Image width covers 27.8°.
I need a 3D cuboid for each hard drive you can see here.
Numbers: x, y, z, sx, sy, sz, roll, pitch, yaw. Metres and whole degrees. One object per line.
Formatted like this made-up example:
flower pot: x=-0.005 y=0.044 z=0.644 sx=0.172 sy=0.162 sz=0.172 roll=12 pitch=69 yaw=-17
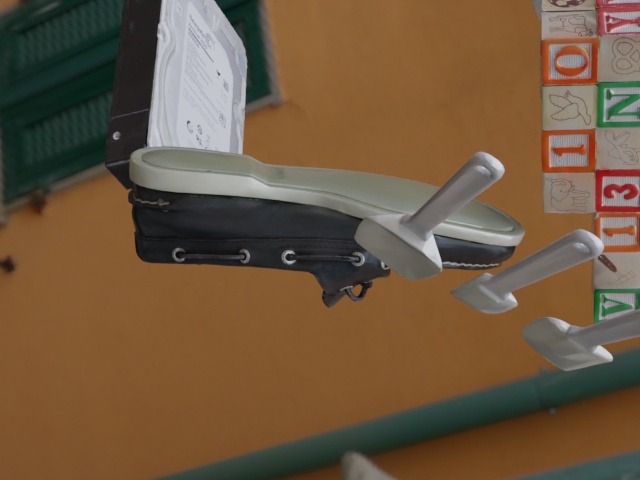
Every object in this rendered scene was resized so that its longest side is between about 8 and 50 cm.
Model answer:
hard drive: x=-0.167 y=-0.171 z=1.590 sx=0.237 sy=0.064 sz=0.338 roll=54 pitch=29 yaw=-51

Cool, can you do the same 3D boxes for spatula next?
spatula: x=0.106 y=0.020 z=0.722 sx=0.168 sy=0.019 sz=0.242 roll=36 pitch=-13 yaw=-1

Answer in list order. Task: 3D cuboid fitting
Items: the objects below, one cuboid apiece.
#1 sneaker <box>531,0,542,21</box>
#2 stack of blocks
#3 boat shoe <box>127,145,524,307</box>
sneaker: x=0.283 y=-0.168 z=1.339 sx=0.114 sy=0.152 sz=0.305 roll=92 pitch=-26 yaw=-60
stack of blocks: x=0.272 y=-0.066 z=1.084 sx=0.087 sy=0.171 sz=0.297 roll=-78 pitch=163 yaw=-50
boat shoe: x=-0.001 y=0.001 z=1.117 sx=0.127 sy=0.340 sz=0.113 roll=-101 pitch=-161 yaw=-72
